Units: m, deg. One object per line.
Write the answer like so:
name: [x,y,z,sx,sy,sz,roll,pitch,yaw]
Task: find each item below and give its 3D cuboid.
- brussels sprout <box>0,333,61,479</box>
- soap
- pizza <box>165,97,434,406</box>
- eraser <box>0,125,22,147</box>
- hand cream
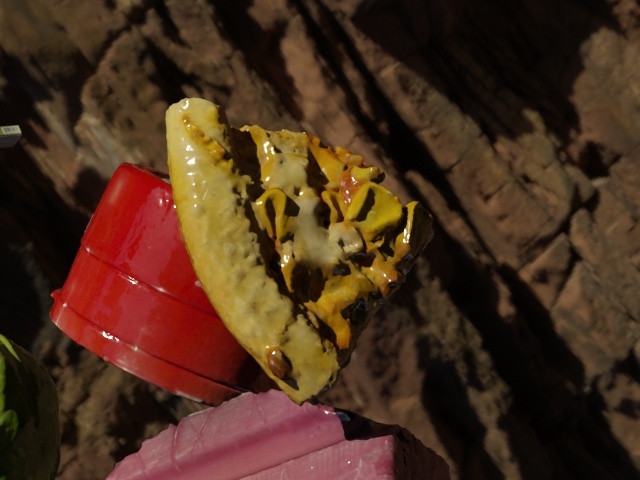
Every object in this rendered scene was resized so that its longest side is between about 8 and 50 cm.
brussels sprout: [-0.330,0.175,0.858,0.223,0.223,0.161,54,169,-9]
soap: [-0.054,0.203,0.627,0.112,0.289,0.182,49,-152,-33]
pizza: [0.000,0.000,0.576,0.062,0.161,0.182,-40,60,56]
eraser: [-0.466,-0.144,1.407,0.038,0.083,0.019,-35,75,44]
hand cream: [-0.094,0.039,0.831,0.230,0.149,0.230,27,-178,-1]
